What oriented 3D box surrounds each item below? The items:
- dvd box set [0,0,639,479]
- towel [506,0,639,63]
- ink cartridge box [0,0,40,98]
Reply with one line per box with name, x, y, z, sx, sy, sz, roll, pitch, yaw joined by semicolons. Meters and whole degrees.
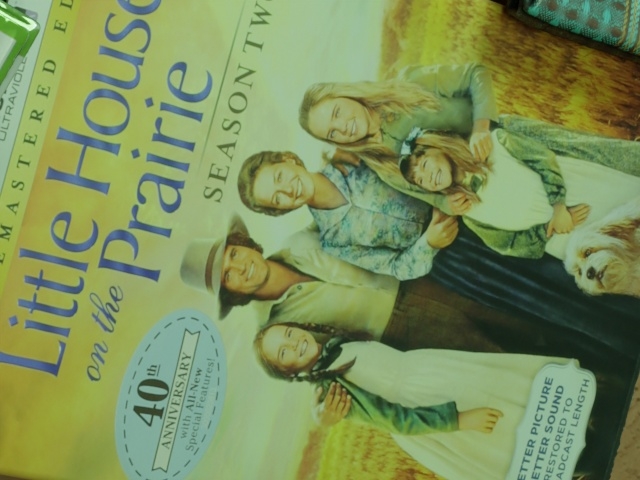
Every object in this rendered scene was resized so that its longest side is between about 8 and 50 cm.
dvd box set;0.000;0.000;0.949;0.420;0.062;0.308;16;91;-27
towel;0.252;-0.266;1.004;0.271;0.040;0.370;15;83;-26
ink cartridge box;-0.245;-0.012;0.759;0.097;0.189;0.255;31;85;-27
